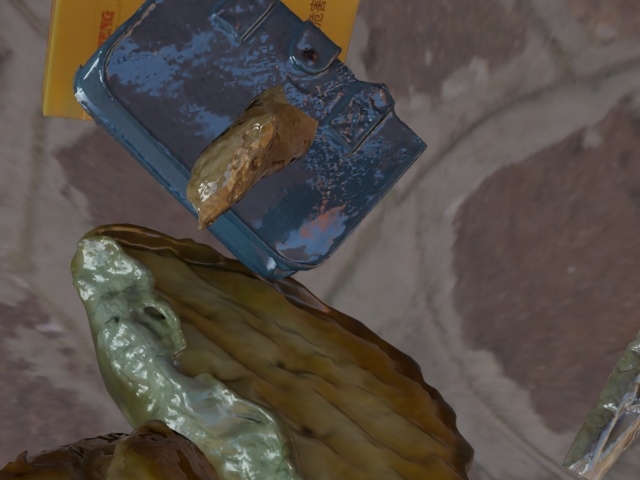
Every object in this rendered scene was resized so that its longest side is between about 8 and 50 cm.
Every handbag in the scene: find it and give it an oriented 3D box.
[{"bbox_3d":[-0.048,-0.100,1.466,0.229,0.062,0.179,46,70,-9],"label":"handbag"}]

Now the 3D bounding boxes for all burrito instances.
[{"bbox_3d":[0.250,0.111,1.547,0.045,0.041,0.185,28,76,20],"label":"burrito"}]

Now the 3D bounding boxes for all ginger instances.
[{"bbox_3d":[-0.036,-0.051,1.086,0.057,0.137,0.044,-15,105,22],"label":"ginger"}]

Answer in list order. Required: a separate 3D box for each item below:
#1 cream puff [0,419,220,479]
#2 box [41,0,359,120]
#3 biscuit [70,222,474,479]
[{"bbox_3d":[-0.080,0.128,0.582,0.165,0.150,0.115,-30,81,-27],"label":"cream puff"},{"bbox_3d":[-0.113,-0.189,1.825,0.274,0.076,0.174,5,128,-10],"label":"box"},{"bbox_3d":[-0.031,0.123,1.378,0.329,0.335,0.078,25,114,-17],"label":"biscuit"}]
